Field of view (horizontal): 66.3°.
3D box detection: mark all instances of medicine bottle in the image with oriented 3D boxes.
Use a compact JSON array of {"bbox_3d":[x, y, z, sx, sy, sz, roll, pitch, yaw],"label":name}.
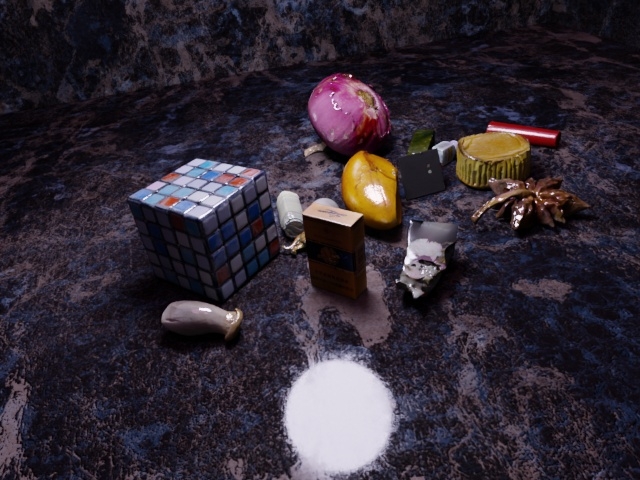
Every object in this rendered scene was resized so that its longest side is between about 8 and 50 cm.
[{"bbox_3d":[0.486,-0.344,1.901,0.118,0.074,0.055,-31,40,-32],"label":"medicine bottle"}]

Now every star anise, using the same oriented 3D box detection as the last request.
[{"bbox_3d":[0.645,-0.125,1.521,0.350,0.108,0.292,1,30,14],"label":"star anise"}]

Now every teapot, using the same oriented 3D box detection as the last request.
[{"bbox_3d":[-0.084,-0.081,1.637,0.107,0.077,0.200,16,28,-21],"label":"teapot"}]

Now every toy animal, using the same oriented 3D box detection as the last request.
[{"bbox_3d":[0.000,0.000,1.519,0.241,0.056,0.099,-5,27,6],"label":"toy animal"}]

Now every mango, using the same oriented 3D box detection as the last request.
[{"bbox_3d":[0.178,-0.151,1.605,0.199,0.201,0.350,-37,36,23],"label":"mango"}]

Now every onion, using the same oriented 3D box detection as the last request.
[{"bbox_3d":[0.111,-0.500,2.019,0.358,0.358,0.345,-25,-5,-23],"label":"onion"}]

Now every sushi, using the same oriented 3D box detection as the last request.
[{"bbox_3d":[0.285,0.076,1.320,0.134,0.109,0.272,9,51,16],"label":"sushi"}]

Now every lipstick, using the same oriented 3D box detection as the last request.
[{"bbox_3d":[0.807,-0.424,1.962,0.280,0.073,0.073,19,42,34],"label":"lipstick"}]

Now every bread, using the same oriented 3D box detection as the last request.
[{"bbox_3d":[0.610,-0.286,1.737,0.254,0.142,0.227,-5,33,0],"label":"bread"}]

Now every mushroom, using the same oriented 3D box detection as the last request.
[{"bbox_3d":[-0.301,0.201,1.250,0.213,0.088,0.097,3,3,6],"label":"mushroom"}]

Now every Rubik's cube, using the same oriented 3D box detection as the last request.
[{"bbox_3d":[-0.327,-0.042,1.430,0.292,0.293,0.287,13,39,30],"label":"Rubik's cube"}]

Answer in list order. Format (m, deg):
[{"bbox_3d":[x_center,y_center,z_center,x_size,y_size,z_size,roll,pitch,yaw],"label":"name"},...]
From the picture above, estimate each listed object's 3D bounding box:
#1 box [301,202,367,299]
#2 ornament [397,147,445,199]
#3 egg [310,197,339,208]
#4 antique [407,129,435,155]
[{"bbox_3d":[0.040,0.030,1.297,0.152,0.237,0.070,16,37,31],"label":"box"},{"bbox_3d":[0.339,-0.245,1.791,0.166,0.153,0.196,-14,11,-11],"label":"ornament"},{"bbox_3d":[0.012,-0.086,1.587,0.103,0.103,0.135,2,15,15],"label":"egg"},{"bbox_3d":[0.396,-0.358,1.939,0.081,0.080,0.221,5,37,20],"label":"antique"}]
